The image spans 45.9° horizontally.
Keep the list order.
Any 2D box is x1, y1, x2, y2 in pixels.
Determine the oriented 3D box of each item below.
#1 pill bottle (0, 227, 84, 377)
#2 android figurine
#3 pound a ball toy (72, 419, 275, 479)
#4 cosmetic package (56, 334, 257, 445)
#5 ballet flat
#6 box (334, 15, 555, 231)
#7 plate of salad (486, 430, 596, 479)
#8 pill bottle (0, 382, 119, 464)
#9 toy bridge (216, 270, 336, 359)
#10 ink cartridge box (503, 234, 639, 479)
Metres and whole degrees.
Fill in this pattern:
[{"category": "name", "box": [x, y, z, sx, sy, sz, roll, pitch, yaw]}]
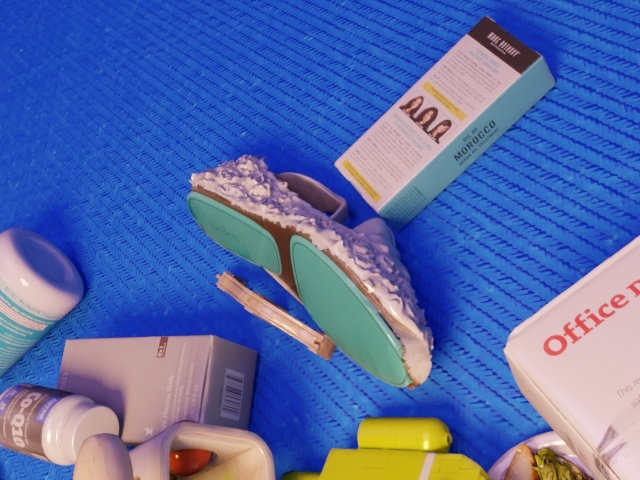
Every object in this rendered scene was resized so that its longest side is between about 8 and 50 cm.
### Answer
[{"category": "pill bottle", "box": [-0.479, 0.116, 1.085, 0.264, 0.146, 0.146, -42, 52, 8]}, {"category": "android figurine", "box": [0.054, 0.269, 0.680, 0.273, 0.056, 0.248, -10, 38, 41]}, {"category": "pound a ball toy", "box": [-0.192, 0.251, 0.736, 0.319, 0.208, 0.135, -38, 46, 39]}, {"category": "cosmetic package", "box": [-0.202, 0.183, 0.906, 0.238, 0.107, 0.127, -6, 68, 27]}, {"category": "ballet flat", "box": [0.000, 0.000, 0.857, 0.409, 0.147, 0.147, 36, 89, 38]}, {"category": "box", "box": [0.139, -0.133, 0.868, 0.244, 0.060, 0.100, -43, 52, 7]}, {"category": "plate of salad", "box": [0.216, 0.259, 0.640, 0.200, 0.048, 0.199, -14, 60, 26]}, {"category": "pill bottle", "box": [-0.297, 0.207, 0.847, 0.137, 0.078, 0.078, 2, 69, 32]}, {"category": "toy bridge", "box": [-0.065, 0.080, 0.893, 0.188, 0.063, 0.026, 29, 85, 38]}, {"category": "ink cartridge box", "box": [0.312, 0.138, 0.573, 0.207, 0.117, 0.283, -36, 52, -2]}]
